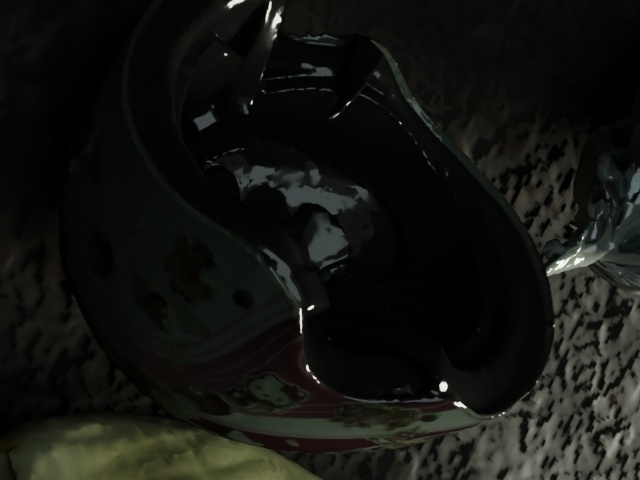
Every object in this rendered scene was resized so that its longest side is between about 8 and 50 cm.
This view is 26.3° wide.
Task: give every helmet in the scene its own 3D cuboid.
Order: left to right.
[{"bbox_3d":[-0.016,0.005,0.453,0.177,0.107,0.153,31,36,-39],"label":"helmet"}]

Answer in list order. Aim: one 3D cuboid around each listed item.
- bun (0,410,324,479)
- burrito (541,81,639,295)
[{"bbox_3d":[-0.041,0.162,0.413,0.229,0.229,0.145,21,112,-31],"label":"bun"},{"bbox_3d":[0.263,-0.063,0.612,0.445,0.101,0.139,-15,65,-25],"label":"burrito"}]
